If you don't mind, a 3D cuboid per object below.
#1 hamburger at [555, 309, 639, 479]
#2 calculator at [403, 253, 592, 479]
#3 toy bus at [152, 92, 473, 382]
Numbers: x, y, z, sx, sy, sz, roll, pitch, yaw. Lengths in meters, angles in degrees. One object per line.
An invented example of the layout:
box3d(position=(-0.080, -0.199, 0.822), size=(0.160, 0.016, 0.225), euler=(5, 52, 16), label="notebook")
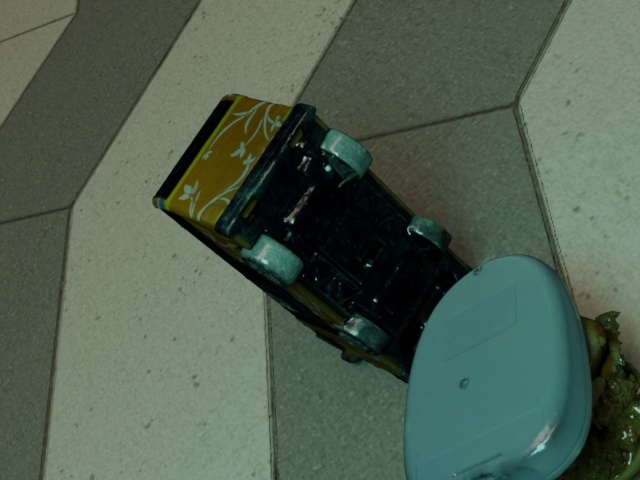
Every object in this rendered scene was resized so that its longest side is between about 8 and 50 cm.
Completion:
box3d(position=(0.229, 0.144, 1.002), size=(0.159, 0.131, 0.185), euler=(5, 61, 60), label="hamburger")
box3d(position=(0.147, 0.134, 0.950), size=(0.188, 0.042, 0.302), euler=(-33, 32, 31), label="calculator")
box3d(position=(0.000, 0.000, 1.159), size=(0.194, 0.323, 0.162), euler=(20, 73, 49), label="toy bus")
